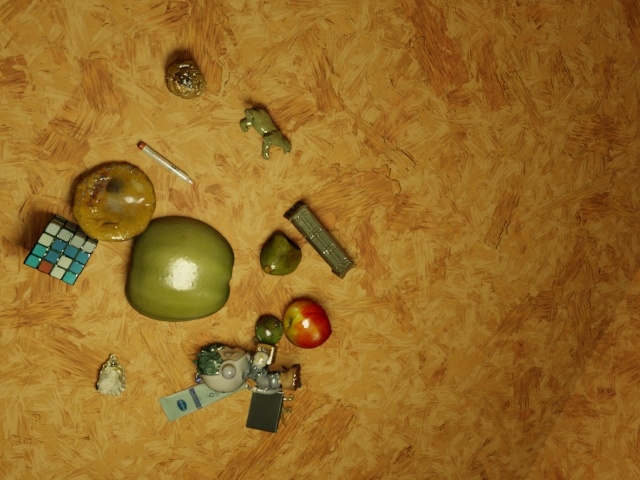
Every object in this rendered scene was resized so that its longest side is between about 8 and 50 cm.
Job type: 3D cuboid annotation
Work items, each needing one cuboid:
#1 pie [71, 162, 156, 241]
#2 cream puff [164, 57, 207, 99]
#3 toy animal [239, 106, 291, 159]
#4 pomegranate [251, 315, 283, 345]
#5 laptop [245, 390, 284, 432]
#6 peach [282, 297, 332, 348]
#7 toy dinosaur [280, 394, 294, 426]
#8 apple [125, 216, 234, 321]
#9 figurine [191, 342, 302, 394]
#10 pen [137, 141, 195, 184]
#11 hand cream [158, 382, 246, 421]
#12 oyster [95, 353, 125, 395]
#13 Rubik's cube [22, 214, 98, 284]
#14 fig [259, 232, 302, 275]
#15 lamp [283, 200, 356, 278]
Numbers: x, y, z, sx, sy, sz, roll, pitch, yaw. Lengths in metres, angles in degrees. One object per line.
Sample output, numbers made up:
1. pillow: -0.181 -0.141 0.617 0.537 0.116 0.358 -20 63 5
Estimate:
1. pie: -0.655 -0.121 1.638 0.274 0.069 0.273 6 76 -28
2. cream puff: -0.426 -0.510 1.631 0.133 0.104 0.119 35 83 -25
3. toy animal: -0.182 -0.372 1.769 0.218 0.103 0.101 52 59 -19
4. pomegranate: -0.205 0.348 1.931 0.115 0.114 0.142 33 120 -24
5. laptop: -0.219 0.670 2.030 0.129 0.016 0.179 12 100 -1
6. peach: -0.043 0.311 1.931 0.193 0.190 0.190 4 102 -39
7. toy dinosaur: -0.175 0.666 2.057 0.127 0.039 0.161 16 100 -12
8. apple: -0.470 0.110 1.777 0.361 0.311 0.320 10 144 -21
9. figurine: -0.265 0.454 1.831 0.383 0.261 0.186 2 75 9
10. pen: -0.507 -0.250 1.704 0.218 0.026 0.026 38 89 -24
11. hand cream: -0.435 0.579 1.937 0.321 0.067 0.109 -20 111 -7
12. oyster: -0.736 0.484 1.796 0.122 0.045 0.146 -33 120 -13
13. Rubik's cube: -0.799 0.026 1.598 0.154 0.155 0.151 32 89 -25
14. fig: -0.150 0.063 1.853 0.144 0.154 0.165 34 49 12
15. lamp: 0.000 0.000 1.921 0.089 0.090 0.325 -44 114 -6
